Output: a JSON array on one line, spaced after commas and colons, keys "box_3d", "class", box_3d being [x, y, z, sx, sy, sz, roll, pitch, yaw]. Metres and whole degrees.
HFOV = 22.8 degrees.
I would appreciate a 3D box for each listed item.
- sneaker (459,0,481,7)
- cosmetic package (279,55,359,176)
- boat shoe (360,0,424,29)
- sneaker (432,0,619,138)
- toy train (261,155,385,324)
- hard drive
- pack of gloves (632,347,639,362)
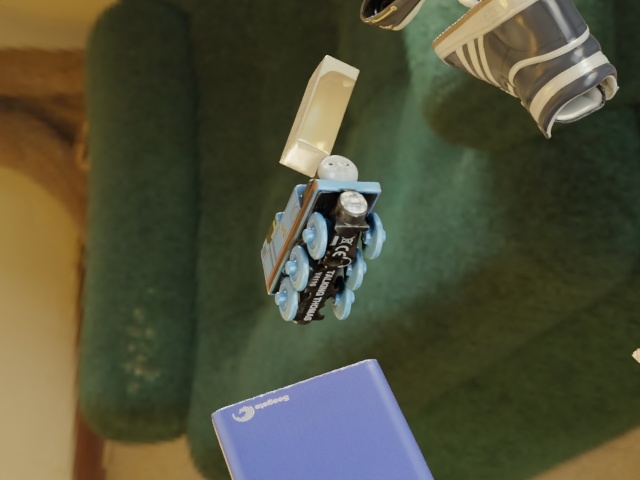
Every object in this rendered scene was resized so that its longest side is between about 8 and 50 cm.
[{"box_3d": [0.273, -0.332, 1.986, 0.091, 0.258, 0.094, -8, 98, 43], "class": "sneaker"}, {"box_3d": [-0.001, -0.132, 1.681, 0.060, 0.041, 0.115, 132, 160, -61], "class": "cosmetic package"}, {"box_3d": [0.143, -0.412, 2.419, 0.228, 0.069, 0.081, -54, 54, 33], "class": "boat shoe"}, {"box_3d": [0.208, -0.178, 1.624, 0.153, 0.099, 0.282, 57, 169, -1], "class": "sneaker"}, {"box_3d": [0.000, 0.000, 1.467, 0.184, 0.080, 0.105, 114, 149, -49], "class": "toy train"}, {"box_3d": [0.017, 0.281, 1.784, 0.318, 0.210, 0.040, -116, 10, -48], "class": "hard drive"}, {"box_3d": [0.502, 0.160, 1.790, 0.195, 0.232, 0.046, -41, 5, 19], "class": "pack of gloves"}]
